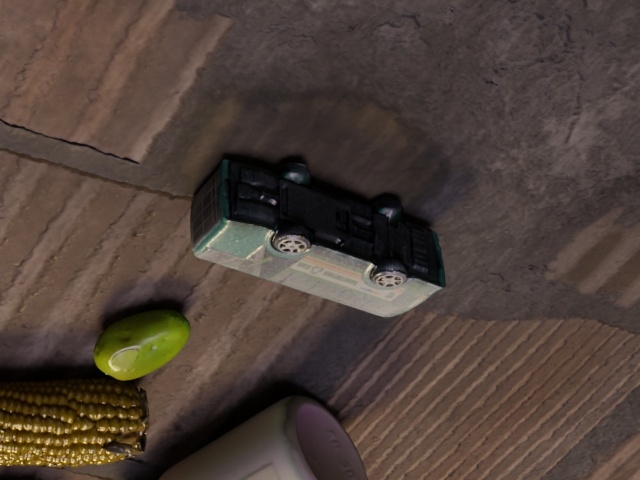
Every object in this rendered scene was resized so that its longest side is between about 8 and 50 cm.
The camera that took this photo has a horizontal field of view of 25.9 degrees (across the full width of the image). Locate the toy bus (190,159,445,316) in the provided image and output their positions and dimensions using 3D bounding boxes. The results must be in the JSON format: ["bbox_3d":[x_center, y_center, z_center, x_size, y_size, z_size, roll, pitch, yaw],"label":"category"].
[{"bbox_3d":[0.000,0.000,1.382,0.261,0.091,0.109,21,138,-30],"label":"toy bus"}]

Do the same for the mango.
[{"bbox_3d":[-0.186,0.107,1.466,0.108,0.056,0.073,-26,141,10],"label":"mango"}]

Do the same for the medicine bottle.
[{"bbox_3d":[-0.100,0.316,1.624,0.293,0.170,0.170,-33,134,19],"label":"medicine bottle"}]

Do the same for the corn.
[{"bbox_3d":[-0.329,0.198,1.496,0.293,0.106,0.106,0,136,-13],"label":"corn"}]
